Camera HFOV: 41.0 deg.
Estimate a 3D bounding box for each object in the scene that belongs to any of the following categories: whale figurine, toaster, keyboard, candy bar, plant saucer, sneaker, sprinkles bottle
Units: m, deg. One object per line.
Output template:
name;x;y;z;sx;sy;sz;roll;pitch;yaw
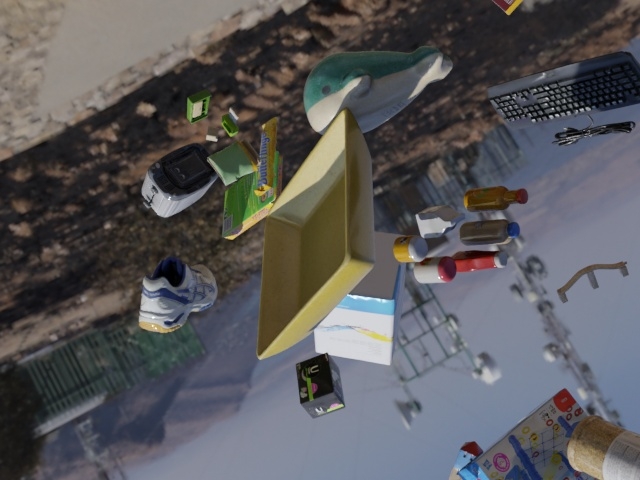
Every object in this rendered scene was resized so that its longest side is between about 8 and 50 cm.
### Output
whale figurine;0.094;-0.290;1.530;0.271;0.141;0.216;-25;170;22
toaster;-0.370;-0.161;2.275;0.227;0.129;0.146;-37;176;-36
keyboard;0.467;-0.240;1.555;0.317;0.201;0.033;-5;-127;53
candy bar;-0.096;-0.149;1.527;0.018;0.162;0.040;29;140;-35
plant saucer;0.000;0.000;1.460;0.080;0.333;0.333;19;138;-20
sneaker;-0.299;0.090;1.869;0.111;0.131;0.296;7;-162;11
sprinkles bottle;0.627;0.436;1.571;0.121;0.121;0.355;-25;-156;-28

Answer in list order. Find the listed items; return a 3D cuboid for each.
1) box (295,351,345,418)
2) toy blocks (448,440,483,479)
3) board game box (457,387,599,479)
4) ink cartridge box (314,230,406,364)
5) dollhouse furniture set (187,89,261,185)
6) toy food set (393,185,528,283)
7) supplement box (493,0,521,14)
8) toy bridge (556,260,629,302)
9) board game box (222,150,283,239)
box;0.000;0.239;1.409;0.062;0.083;0.052;-23;132;12
toy blocks;0.436;0.633;2.010;0.190;0.381;0.261;-12;122;-65
board game box;0.495;0.516;1.784;0.308;0.302;0.086;-29;164;-32
ink cartridge box;0.096;0.135;2.067;0.197;0.198;0.270;8;140;10
dollhouse furniture set;-0.162;-0.174;1.414;0.076;0.152;0.059;-29;162;-25
toy food set;0.224;-0.005;1.302;0.104;0.111;0.232;-5;-164;46
supplement box;0.415;-0.658;1.944;0.194;0.129;0.191;19;122;-47
toy bridge;0.692;0.094;2.184;0.188;0.063;0.026;-25;-151;7
board game box;-0.153;-0.102;1.967;0.039;0.124;0.259;13;155;-27
